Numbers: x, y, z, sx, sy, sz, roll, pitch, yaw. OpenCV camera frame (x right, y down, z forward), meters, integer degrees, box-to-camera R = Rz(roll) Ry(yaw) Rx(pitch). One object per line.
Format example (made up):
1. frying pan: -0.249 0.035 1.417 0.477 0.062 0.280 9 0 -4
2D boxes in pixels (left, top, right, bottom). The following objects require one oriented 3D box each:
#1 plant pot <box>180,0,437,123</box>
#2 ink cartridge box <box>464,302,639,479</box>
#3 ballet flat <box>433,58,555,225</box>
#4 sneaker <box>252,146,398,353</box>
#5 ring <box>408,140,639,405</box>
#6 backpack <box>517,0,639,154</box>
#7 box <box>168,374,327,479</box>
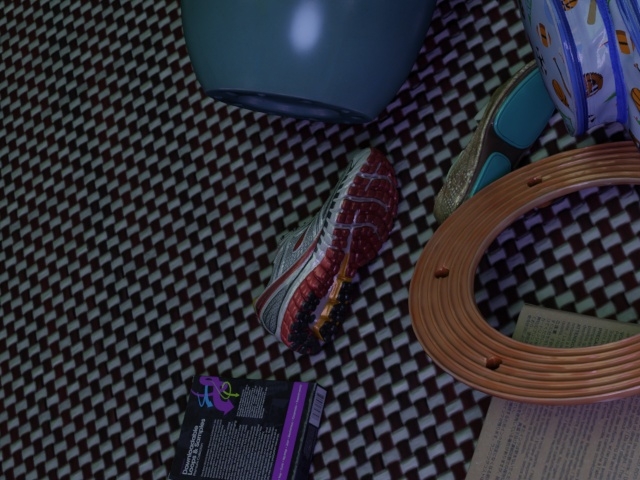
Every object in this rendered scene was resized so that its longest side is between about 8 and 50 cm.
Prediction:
1. plant pot: -0.014 -0.252 1.489 0.293 0.293 0.235 7 87 37
2. ink cartridge box: 0.236 0.187 1.215 0.193 0.088 0.235 11 73 36
3. ballet flat: 0.170 -0.097 1.416 0.067 0.073 0.206 19 76 54
4. sneaker: 0.000 0.000 1.472 0.092 0.088 0.225 27 85 41
5. ring: 0.241 0.025 1.245 0.336 0.032 0.337 -16 36 12
6. backpack: 0.288 -0.200 1.257 0.213 0.276 0.263 -28 66 7
7. box: -0.076 0.200 1.466 0.162 0.029 0.116 1 68 34
